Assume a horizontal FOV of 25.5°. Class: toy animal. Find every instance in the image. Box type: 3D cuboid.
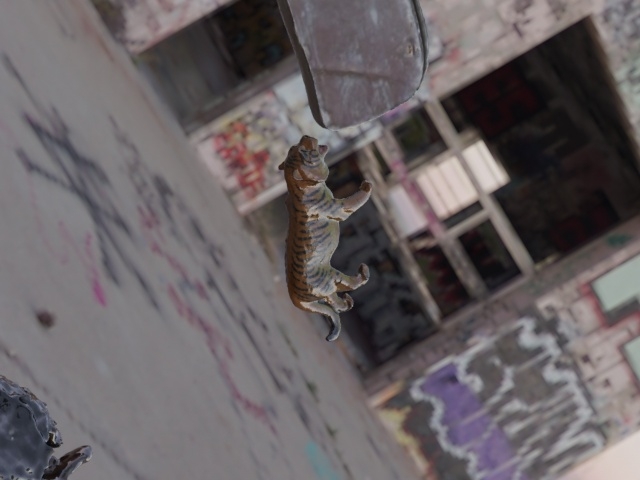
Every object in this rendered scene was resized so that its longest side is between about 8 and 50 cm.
[{"bbox_3d":[0.000,0.000,1.527,0.057,0.099,0.241,30,-57,53],"label":"toy animal"}]

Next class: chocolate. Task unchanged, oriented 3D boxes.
[{"bbox_3d":[0.019,-0.258,1.530,0.080,0.157,0.254,26,-43,56],"label":"chocolate"}]

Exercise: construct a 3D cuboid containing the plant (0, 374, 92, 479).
[{"bbox_3d":[-0.371,0.246,1.596,0.234,0.178,0.204,38,-18,-31],"label":"plant"}]
